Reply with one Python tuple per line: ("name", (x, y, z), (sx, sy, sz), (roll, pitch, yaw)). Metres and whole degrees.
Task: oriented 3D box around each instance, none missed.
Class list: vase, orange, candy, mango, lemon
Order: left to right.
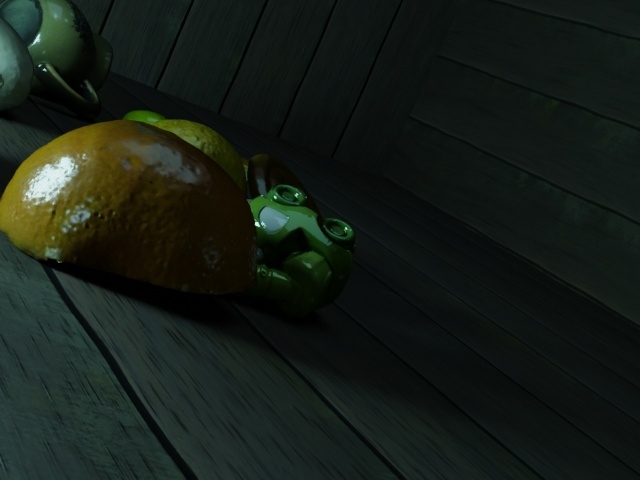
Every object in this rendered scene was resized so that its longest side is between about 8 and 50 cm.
("candy", (-0.684, -0.368, 2.059), (0.295, 0.185, 0.295), (27, 3, -2))
("vase", (-0.619, -0.418, 2.544), (0.329, 0.240, 0.302), (61, 12, 26))
("orange", (-0.246, -0.031, 1.364), (0.310, 0.274, 0.274), (-13, 6, 6))
("mango", (-0.410, -0.257, 2.483), (0.117, 0.089, 0.163), (12, 1, -25))
("lemon", (-0.216, -0.094, 1.675), (0.256, 0.188, 0.188), (26, 5, -45))

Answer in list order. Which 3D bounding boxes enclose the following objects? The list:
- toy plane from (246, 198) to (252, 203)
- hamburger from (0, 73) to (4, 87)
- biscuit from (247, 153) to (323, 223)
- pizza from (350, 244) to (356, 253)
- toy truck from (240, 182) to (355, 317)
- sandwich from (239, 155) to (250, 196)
("toy plane", (-0.109, -0.038, 1.899), (0.256, 0.104, 0.242), (19, 8, -34))
("hamburger", (-0.582, -0.244, 1.482), (0.274, 0.212, 0.274), (23, 9, -4))
("biscuit", (-0.040, -0.031, 1.781), (0.262, 0.037, 0.262), (55, 17, -26))
("pizza", (0.000, 0.003, 2.095), (0.127, 0.058, 0.246), (18, 9, -28))
("toy truck", (-0.052, 0.035, 1.545), (0.187, 0.148, 0.211), (25, 32, 0))
("sandwich", (-0.224, -0.127, 2.086), (0.187, 0.117, 0.144), (22, 6, -6))
